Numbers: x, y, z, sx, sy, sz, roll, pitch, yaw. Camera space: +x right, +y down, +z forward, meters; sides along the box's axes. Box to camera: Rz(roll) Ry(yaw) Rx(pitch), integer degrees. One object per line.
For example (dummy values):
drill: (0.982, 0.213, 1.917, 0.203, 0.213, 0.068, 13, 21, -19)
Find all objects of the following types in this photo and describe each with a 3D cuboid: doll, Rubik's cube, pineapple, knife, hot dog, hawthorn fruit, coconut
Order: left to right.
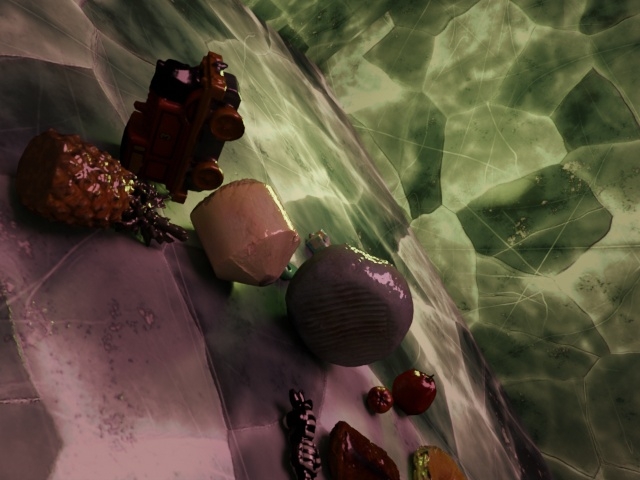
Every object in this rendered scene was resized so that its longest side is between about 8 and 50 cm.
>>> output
pineapple: (-0.380, -0.076, 0.934, 0.340, 0.169, 0.169, 28, 35, -58)
coconut: (-0.172, -0.004, 1.191, 0.244, 0.239, 0.239, 61, 21, 11)
doll: (-0.039, 0.436, 1.082, 0.091, 0.067, 0.219, 42, 31, -43)
knife: (-0.053, 0.123, 1.559, 0.260, 0.035, 0.063, 32, 36, -55)
Rubik's cube: (-0.001, 0.003, 1.778, 0.073, 0.084, 0.075, -62, 134, -62)
hot dog: (0.094, 0.533, 1.188, 0.227, 0.099, 0.160, 50, 22, -16)
hawthorn fruit: (0.180, 0.484, 1.500, 0.093, 0.081, 0.081, 87, -21, -70)
hawthorn fruit: (0.321, 0.497, 1.655, 0.148, 0.172, 0.148, 25, 29, -15)

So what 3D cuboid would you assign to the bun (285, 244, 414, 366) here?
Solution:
bun: (0.078, 0.172, 1.345, 0.362, 0.362, 0.211, 50, 24, -17)

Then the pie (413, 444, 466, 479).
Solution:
pie: (0.385, 0.785, 1.504, 0.339, 0.083, 0.339, 48, 23, -29)

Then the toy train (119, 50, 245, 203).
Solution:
toy train: (-0.313, -0.243, 1.114, 0.232, 0.369, 0.163, 11, 41, -26)

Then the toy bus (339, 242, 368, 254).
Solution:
toy bus: (0.115, 0.085, 1.882, 0.274, 0.112, 0.090, 24, 46, -56)
